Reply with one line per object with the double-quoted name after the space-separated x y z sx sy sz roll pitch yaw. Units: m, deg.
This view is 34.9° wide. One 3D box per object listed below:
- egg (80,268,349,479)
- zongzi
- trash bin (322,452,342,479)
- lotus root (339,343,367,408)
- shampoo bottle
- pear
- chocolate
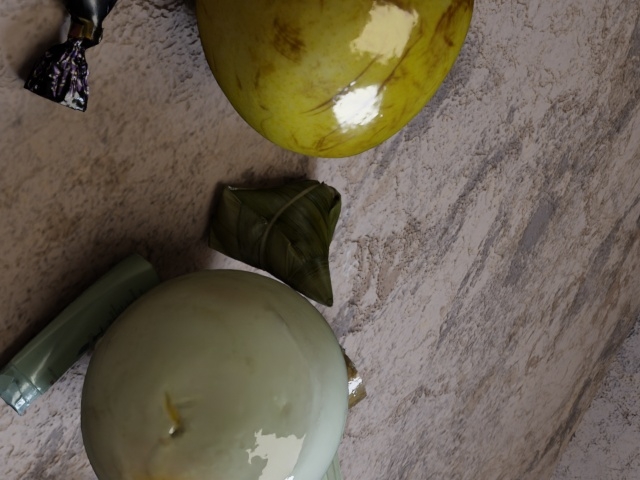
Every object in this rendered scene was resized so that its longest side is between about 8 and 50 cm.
-0.106 0.170 1.117 0.283 0.283 0.345 -60 173 5 "egg"
0.001 0.001 1.245 0.205 0.204 0.094 -14 130 -49 "zongzi"
-0.096 0.387 1.541 0.247 0.121 0.243 -37 143 -23 "trash bin"
0.015 0.208 1.533 0.081 0.112 0.122 -38 145 -17 "lotus root"
-0.266 0.100 1.114 0.212 0.049 0.072 -45 162 -18 "shampoo bottle"
0.012 -0.225 1.011 0.281 0.281 0.280 -34 142 -33 "pear"
-0.215 -0.191 0.919 0.147 0.070 0.072 -64 176 12 "chocolate"
